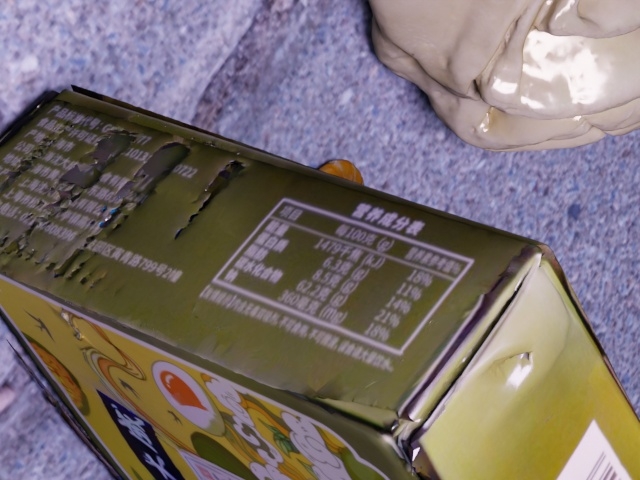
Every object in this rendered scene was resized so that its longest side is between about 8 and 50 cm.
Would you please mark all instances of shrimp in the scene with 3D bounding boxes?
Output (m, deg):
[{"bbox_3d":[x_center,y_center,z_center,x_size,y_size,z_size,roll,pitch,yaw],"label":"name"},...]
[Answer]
[{"bbox_3d":[0.000,0.000,1.372,0.114,0.023,0.083,-52,136,-24],"label":"shrimp"}]

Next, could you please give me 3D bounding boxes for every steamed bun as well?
[{"bbox_3d":[0.182,-0.186,1.359,0.276,0.203,0.289,-47,132,-24],"label":"steamed bun"}]

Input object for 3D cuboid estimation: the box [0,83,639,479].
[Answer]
[{"bbox_3d":[0.013,0.117,1.138,0.138,0.420,0.373,-50,132,-19],"label":"box"}]
